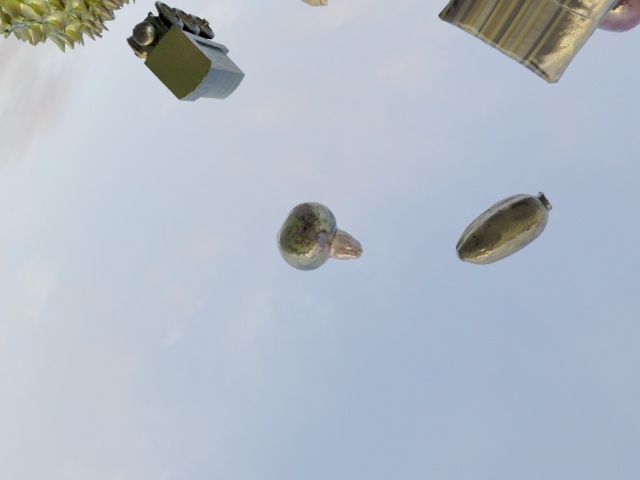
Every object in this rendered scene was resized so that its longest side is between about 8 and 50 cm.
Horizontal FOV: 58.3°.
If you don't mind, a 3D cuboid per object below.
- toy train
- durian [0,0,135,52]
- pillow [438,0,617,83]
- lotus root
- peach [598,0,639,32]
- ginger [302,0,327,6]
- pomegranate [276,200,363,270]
[{"bbox_3d":[-0.195,-0.279,0.875,0.090,0.137,0.225,-44,-179,17],"label":"toy train"},{"bbox_3d":[-0.245,-0.261,0.450,0.236,0.200,0.177,34,-105,12],"label":"durian"},{"bbox_3d":[0.309,-0.357,0.815,0.208,0.212,0.052,-60,-179,42],"label":"pillow"},{"bbox_3d":[0.298,-0.017,0.927,0.179,0.081,0.089,-34,-168,-3],"label":"lotus root"},{"bbox_3d":[0.537,-0.454,1.071,0.152,0.152,0.152,-22,-124,37],"label":"peach"},{"bbox_3d":[-0.045,-0.673,1.511,0.205,0.115,0.081,42,-51,34],"label":"ginger"},{"bbox_3d":[-0.004,-0.009,1.113,0.138,0.163,0.126,105,-24,-44],"label":"pomegranate"}]
